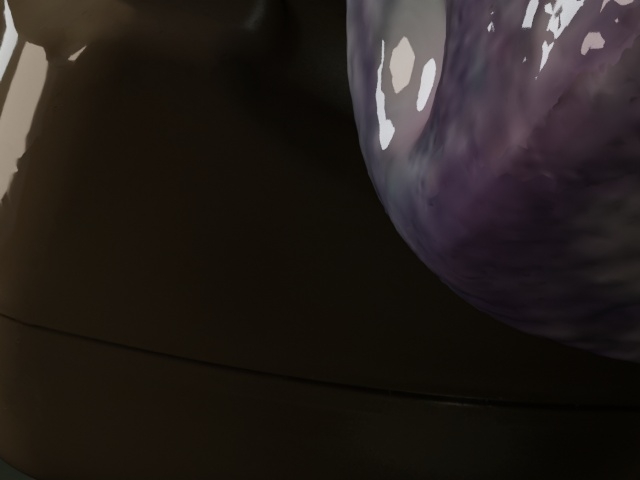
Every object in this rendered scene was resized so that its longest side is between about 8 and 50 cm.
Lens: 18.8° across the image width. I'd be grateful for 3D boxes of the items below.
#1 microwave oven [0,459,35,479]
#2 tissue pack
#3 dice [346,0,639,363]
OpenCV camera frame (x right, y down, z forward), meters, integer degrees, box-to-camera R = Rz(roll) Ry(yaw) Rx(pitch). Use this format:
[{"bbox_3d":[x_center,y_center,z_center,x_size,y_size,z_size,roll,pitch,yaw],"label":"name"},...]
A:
[{"bbox_3d":[-0.170,0.121,1.453,0.218,0.354,0.286,-109,32,-55],"label":"microwave oven"},{"bbox_3d":[0.000,0.000,0.931,0.267,0.387,0.277,-121,42,-60],"label":"tissue pack"},{"bbox_3d":[0.172,-0.116,0.646,0.271,0.270,0.270,132,143,-61],"label":"dice"}]
